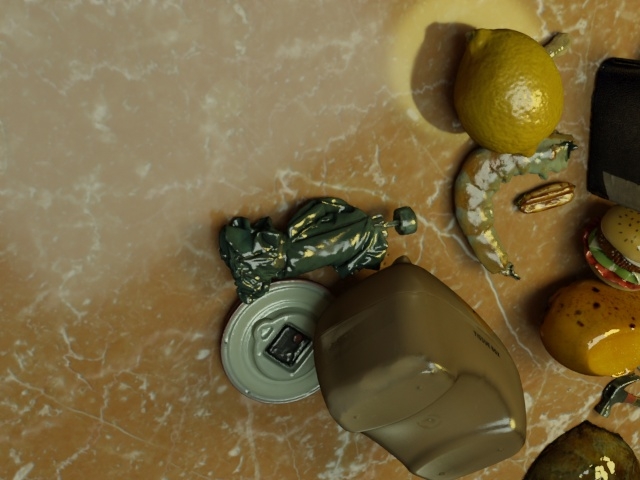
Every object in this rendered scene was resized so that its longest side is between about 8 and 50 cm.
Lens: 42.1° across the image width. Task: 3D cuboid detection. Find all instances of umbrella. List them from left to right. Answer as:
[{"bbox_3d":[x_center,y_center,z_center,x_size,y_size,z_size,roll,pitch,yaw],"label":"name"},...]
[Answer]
[{"bbox_3d":[0.000,0.002,1.431,0.348,0.094,0.143,-15,106,-15],"label":"umbrella"}]

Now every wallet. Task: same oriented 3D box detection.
[{"bbox_3d":[0.576,-0.186,1.489,0.071,0.221,0.262,-3,108,-22],"label":"wallet"}]

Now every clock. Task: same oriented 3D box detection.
[{"bbox_3d":[-0.061,0.182,1.493,0.244,0.056,0.245,-5,109,-16],"label":"clock"}]

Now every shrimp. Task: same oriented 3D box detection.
[{"bbox_3d":[0.333,-0.081,1.514,0.185,0.068,0.287,17,96,-6],"label":"shrimp"}]

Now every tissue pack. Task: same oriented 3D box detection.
[{"bbox_3d":[0.173,0.220,1.447,0.267,0.277,0.387,-33,129,22],"label":"tissue pack"}]

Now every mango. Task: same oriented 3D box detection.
[{"bbox_3d":[0.559,0.158,1.613,0.290,0.191,0.160,-5,123,-12],"label":"mango"}]

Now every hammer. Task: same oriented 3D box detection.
[{"bbox_3d":[0.737,0.369,1.831,0.287,0.033,0.111,22,101,-24],"label":"hammer"}]

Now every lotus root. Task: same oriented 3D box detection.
[{"bbox_3d":[0.553,0.554,1.774,0.210,0.142,0.314,23,98,-22],"label":"lotus root"}]

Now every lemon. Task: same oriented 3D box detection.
[{"bbox_3d":[0.314,-0.249,1.400,0.186,0.187,0.244,-29,107,-7],"label":"lemon"}]

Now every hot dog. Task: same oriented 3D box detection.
[{"bbox_3d":[0.426,-0.082,1.578,0.122,0.037,0.049,-13,123,-8],"label":"hot dog"}]

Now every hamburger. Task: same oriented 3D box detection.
[{"bbox_3d":[0.591,0.004,1.569,0.175,0.175,0.137,-6,149,-16],"label":"hamburger"}]

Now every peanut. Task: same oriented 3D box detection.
[{"bbox_3d":[0.414,-0.339,1.486,0.083,0.037,0.037,-36,115,1],"label":"peanut"}]

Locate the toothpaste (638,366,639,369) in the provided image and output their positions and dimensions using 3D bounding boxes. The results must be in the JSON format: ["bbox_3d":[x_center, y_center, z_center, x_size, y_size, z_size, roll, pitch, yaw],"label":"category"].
[{"bbox_3d":[0.794,0.174,1.777,0.301,0.048,0.075,-43,143,6],"label":"toothpaste"}]
